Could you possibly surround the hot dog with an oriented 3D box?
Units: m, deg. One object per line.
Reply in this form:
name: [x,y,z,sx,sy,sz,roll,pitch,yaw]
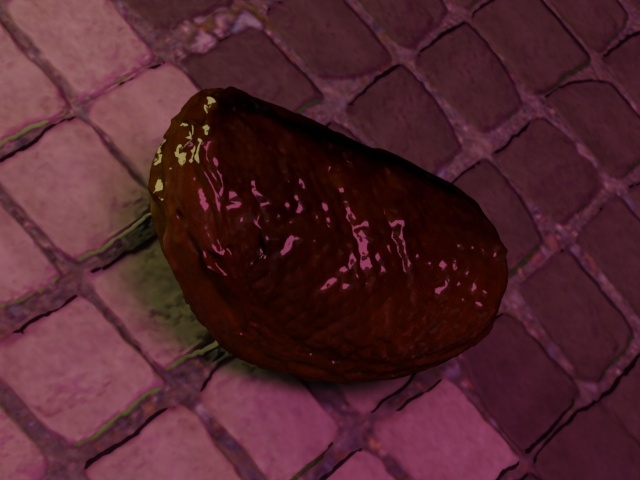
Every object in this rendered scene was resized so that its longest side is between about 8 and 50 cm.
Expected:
hot dog: [0.001,-0.003,0.985,0.227,0.099,0.160,21,50,-23]
